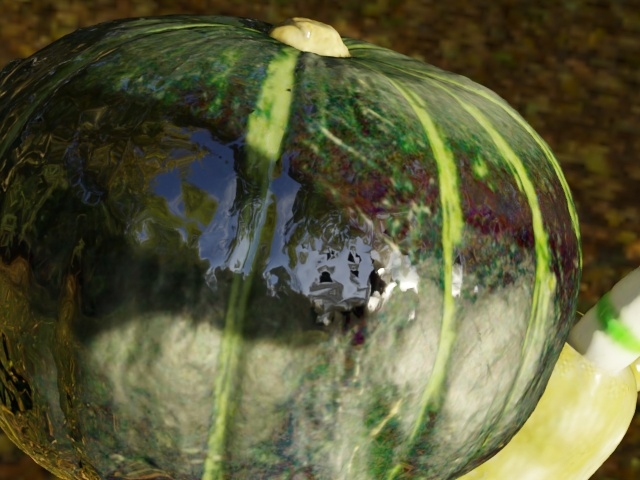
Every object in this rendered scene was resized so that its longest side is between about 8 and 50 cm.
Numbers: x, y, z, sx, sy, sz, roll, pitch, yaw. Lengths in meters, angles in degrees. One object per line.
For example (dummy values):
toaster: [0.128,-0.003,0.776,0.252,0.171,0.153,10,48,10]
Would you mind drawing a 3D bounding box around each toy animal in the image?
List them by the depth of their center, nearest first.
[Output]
toy animal: [0.136,0.122,1.173,0.180,0.363,0.181,39,10,24]

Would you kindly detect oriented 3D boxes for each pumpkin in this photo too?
pumpkin: [-0.029,0.009,0.798,0.323,0.241,0.323,11,5,-1]
